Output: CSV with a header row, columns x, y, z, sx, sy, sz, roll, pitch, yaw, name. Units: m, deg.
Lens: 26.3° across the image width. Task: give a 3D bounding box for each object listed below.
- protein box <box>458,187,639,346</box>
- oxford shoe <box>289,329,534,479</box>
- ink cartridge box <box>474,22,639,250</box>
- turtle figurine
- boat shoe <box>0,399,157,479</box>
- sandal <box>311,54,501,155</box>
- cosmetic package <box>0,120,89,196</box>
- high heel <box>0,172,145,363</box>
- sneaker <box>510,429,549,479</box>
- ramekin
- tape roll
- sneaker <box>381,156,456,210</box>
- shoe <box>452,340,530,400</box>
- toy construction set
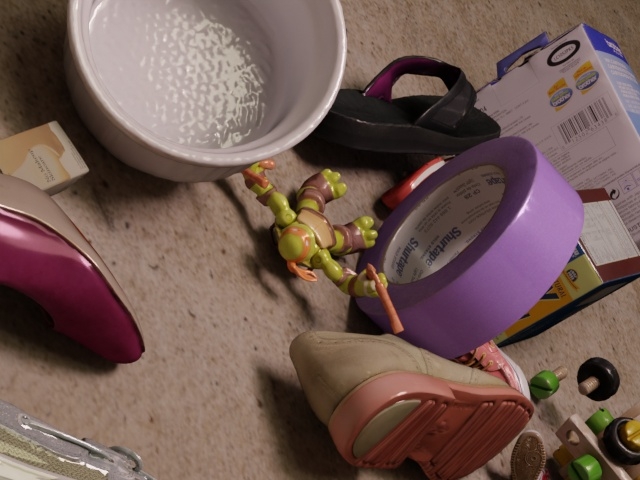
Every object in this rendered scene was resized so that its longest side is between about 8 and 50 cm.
x,y,z,sx,sy,sz,roll,pitch,yaw,name
0.300,0.038,1.839,0.201,0.200,0.136,-6,66,-59,protein box
0.111,0.164,1.489,0.146,0.140,0.397,48,11,31,oxford shoe
0.366,-0.135,2.050,0.151,0.270,0.395,7,55,-57,ink cartridge box
0.000,0.000,1.528,0.269,0.087,0.217,43,18,4,turtle figurine
-0.222,0.162,0.990,0.320,0.118,0.103,26,44,-33,boat shoe
0.129,-0.186,1.834,0.167,0.107,0.445,26,17,25,sandal
-0.266,-0.064,1.229,0.060,0.041,0.115,56,28,-2,cosmetic package
-0.293,0.017,1.100,0.377,0.181,0.127,55,-8,-37,high heel
0.254,0.272,1.655,0.067,0.042,0.118,-53,145,-64,sneaker
-0.124,-0.190,1.365,0.277,0.135,0.277,5,76,-19,ramekin
0.168,0.008,1.587,0.090,0.275,0.275,44,30,-20,tape roll
0.169,-0.040,1.841,0.128,0.087,0.221,57,29,4,sneaker
0.189,0.147,1.706,0.081,0.063,0.178,-2,57,-56,shoe
0.380,0.312,1.715,0.237,0.257,0.309,-23,91,-45,toy construction set
